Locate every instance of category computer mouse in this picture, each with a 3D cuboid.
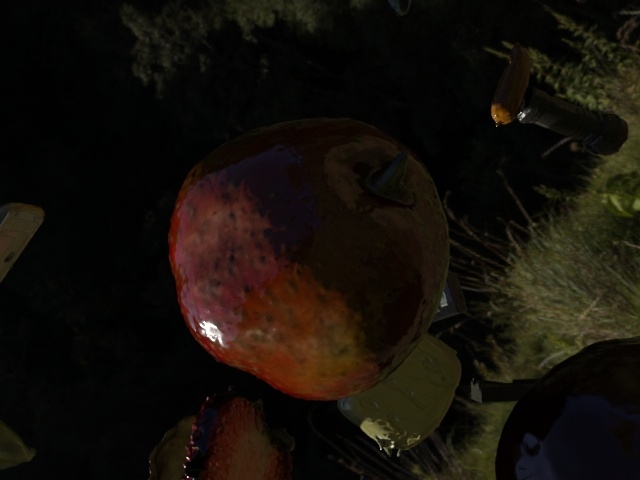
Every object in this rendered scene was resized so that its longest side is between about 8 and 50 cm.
[{"bbox_3d":[-0.608,0.002,1.249,0.045,0.102,0.199,46,106,27],"label":"computer mouse"}]

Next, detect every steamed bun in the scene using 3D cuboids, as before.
[{"bbox_3d":[0.175,0.319,1.466,0.272,0.232,0.166,-61,0,5],"label":"steamed bun"}]

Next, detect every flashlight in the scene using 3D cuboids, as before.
[{"bbox_3d":[0.497,-0.243,1.310,0.093,0.232,0.092,-162,90,-77],"label":"flashlight"}]

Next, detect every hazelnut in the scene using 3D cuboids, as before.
[{"bbox_3d":[0.409,0.306,0.738,0.353,0.421,0.420,-30,49,39],"label":"hazelnut"}]

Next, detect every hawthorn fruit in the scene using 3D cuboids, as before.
[{"bbox_3d":[0.000,0.000,0.897,0.403,0.403,0.402,-168,90,-69],"label":"hawthorn fruit"}]

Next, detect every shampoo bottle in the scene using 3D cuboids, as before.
[{"bbox_3d":[0.215,0.178,1.657,0.310,0.071,0.098,-25,78,35],"label":"shampoo bottle"}]

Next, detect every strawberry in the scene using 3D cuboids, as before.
[{"bbox_3d":[-0.176,0.417,1.121,0.138,0.233,0.306,-18,27,32],"label":"strawberry"}]

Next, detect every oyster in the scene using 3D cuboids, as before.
[{"bbox_3d":[-0.343,0.610,1.515,0.111,0.204,0.395,8,99,42],"label":"oyster"}]

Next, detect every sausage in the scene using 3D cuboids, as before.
[{"bbox_3d":[0.372,-0.300,1.264,0.183,0.054,0.062,-68,-27,-15],"label":"sausage"}]

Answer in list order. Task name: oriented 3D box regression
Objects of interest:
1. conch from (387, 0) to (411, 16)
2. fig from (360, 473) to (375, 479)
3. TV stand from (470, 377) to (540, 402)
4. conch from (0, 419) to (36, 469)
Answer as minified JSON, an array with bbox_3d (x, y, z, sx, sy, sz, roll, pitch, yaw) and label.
[{"bbox_3d":[0.113,-0.415,0.918,0.234,0.114,0.137,53,133,41],"label":"conch"},{"bbox_3d":[-0.006,0.404,0.768,0.146,0.170,0.274,14,72,56],"label":"fig"},{"bbox_3d":[0.372,0.236,1.045,0.049,0.257,0.040,144,125,-82],"label":"TV stand"},{"bbox_3d":[-0.570,0.346,1.134,0.065,0.180,0.088,-53,31,-5],"label":"conch"}]
